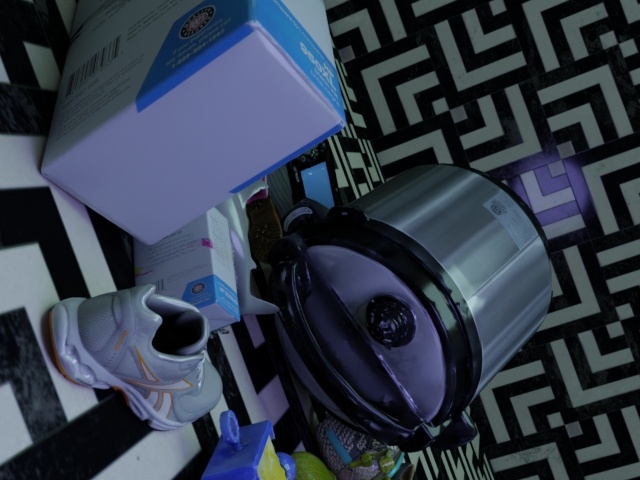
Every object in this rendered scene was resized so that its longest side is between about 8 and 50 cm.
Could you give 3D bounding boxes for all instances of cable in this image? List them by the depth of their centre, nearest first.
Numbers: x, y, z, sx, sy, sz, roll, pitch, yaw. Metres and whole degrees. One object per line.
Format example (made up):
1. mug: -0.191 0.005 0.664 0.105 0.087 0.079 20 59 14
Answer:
1. cable: -0.042 -0.099 1.548 0.257 0.089 0.257 58 12 -17

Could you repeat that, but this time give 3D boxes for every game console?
1. game console: 0.000 0.000 1.411 0.213 0.044 0.361 -31 115 -47

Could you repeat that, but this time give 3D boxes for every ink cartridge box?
1. ink cartridge box: -0.146 -0.236 0.921 0.166 0.285 0.395 41 30 -40
2. ink cartridge box: -0.162 0.022 0.927 0.061 0.104 0.181 50 24 -54

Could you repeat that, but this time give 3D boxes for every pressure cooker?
1. pressure cooker: 0.122 0.096 1.230 0.420 0.370 0.375 -33 133 -44

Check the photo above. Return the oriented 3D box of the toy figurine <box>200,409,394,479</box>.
1. toy figurine: -0.039 0.270 0.908 0.217 0.191 0.362 62 14 -10

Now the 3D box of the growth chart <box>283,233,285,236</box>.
1. growth chart: -0.021 0.039 1.629 0.237 0.021 0.172 -31 100 -74

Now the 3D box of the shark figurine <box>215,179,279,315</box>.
1. shark figurine: -0.112 -0.028 1.037 0.166 0.116 0.278 -24 -89 60

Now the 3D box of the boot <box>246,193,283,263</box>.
1. boot: -0.086 -0.008 1.373 0.084 0.059 0.158 63 13 -46

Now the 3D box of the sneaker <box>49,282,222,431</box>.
1. sneaker: -0.150 0.122 0.800 0.262 0.121 0.099 47 27 -58

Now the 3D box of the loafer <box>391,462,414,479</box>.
1. loafer: 0.158 0.503 1.577 0.170 0.061 0.062 -78 146 -64

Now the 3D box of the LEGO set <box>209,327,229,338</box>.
1. LEGO set: -0.155 0.104 1.028 0.083 0.023 0.054 50 18 -19

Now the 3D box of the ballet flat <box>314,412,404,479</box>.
1. ballet flat: 0.101 0.327 1.460 0.182 0.164 0.483 52 12 12

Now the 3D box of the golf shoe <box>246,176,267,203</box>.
1. golf shoe: -0.144 -0.128 1.203 0.306 0.115 0.140 2 72 -75
